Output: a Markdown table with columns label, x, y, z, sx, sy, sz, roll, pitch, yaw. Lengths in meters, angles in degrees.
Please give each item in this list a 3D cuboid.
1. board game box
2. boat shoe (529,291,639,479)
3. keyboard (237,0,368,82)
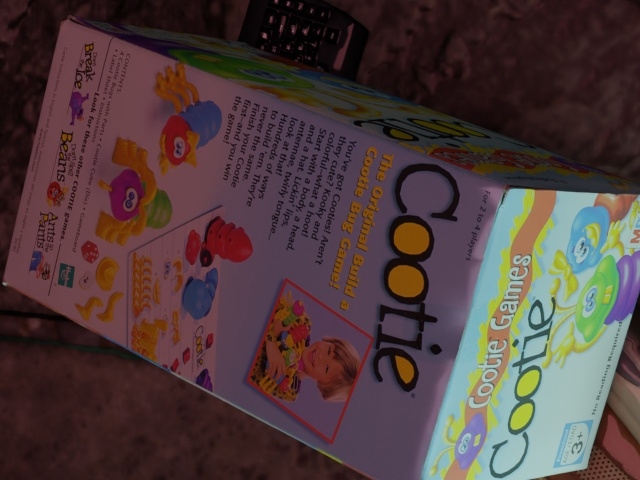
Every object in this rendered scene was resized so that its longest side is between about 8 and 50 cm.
| label | x | y | z | sx | sy | sz | roll | pitch | yaw |
| --- | --- | --- | --- | --- | --- | --- | --- | --- | --- |
| board game box | 0.000 | 0.000 | 0.850 | 0.275 | 0.142 | 0.144 | 24 | 104 | 37 |
| boat shoe | 0.194 | 0.171 | 0.863 | 0.116 | 0.123 | 0.324 | -41 | 69 | 21 |
| keyboard | -0.025 | -0.041 | 0.977 | 0.100 | 0.038 | 0.192 | 19 | 99 | 19 |
